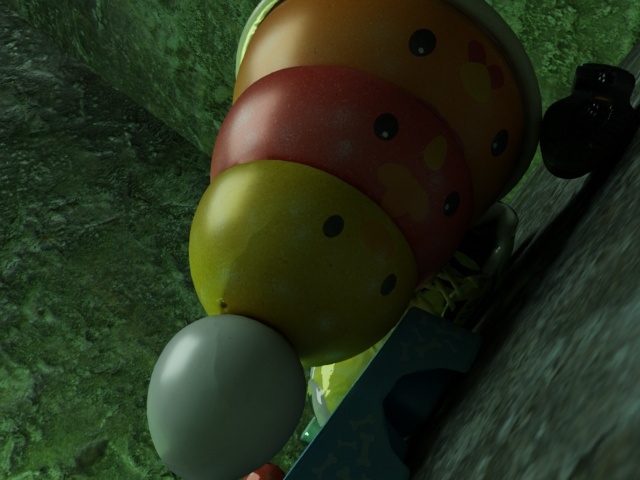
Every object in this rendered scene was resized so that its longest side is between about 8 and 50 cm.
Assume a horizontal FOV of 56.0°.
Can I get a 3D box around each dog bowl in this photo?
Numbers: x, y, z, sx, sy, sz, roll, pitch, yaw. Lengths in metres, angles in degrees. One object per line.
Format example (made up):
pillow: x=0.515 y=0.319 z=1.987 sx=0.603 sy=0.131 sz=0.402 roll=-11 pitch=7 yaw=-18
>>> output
dog bowl: x=0.044 y=0.173 z=0.544 sx=0.297 sy=0.074 sz=0.166 roll=-45 pitch=-13 yaw=-42

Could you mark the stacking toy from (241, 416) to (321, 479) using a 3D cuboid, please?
stacking toy: x=-0.034 y=0.366 z=0.993 sx=0.309 sy=0.130 sz=0.279 roll=-53 pitch=-11 yaw=-4

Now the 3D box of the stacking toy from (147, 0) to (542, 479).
stacking toy: x=0.000 y=0.000 z=0.566 sx=0.350 sy=0.351 sz=0.480 roll=112 pitch=-178 yaw=-54

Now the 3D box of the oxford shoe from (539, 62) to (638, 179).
oxford shoe: x=0.281 y=-0.108 z=0.638 sx=0.227 sy=0.083 sz=0.096 roll=-42 pitch=-34 yaw=-45

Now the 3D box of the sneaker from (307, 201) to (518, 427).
sneaker: x=0.117 y=0.078 z=0.750 sx=0.384 sy=0.145 sz=0.147 roll=-49 pitch=-12 yaw=-32
